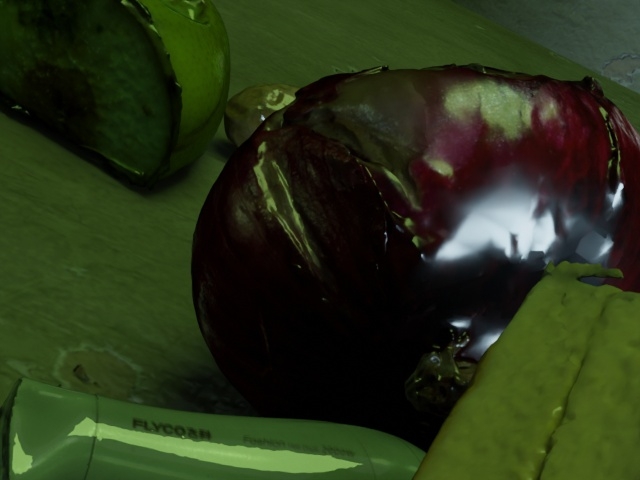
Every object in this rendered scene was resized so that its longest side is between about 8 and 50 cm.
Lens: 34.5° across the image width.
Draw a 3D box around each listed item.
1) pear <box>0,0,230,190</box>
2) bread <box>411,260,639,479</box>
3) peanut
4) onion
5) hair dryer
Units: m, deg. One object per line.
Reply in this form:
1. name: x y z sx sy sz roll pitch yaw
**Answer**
1. pear: -0.168 -0.182 1.001 0.238 0.164 0.255 30 23 15
2. bread: 0.115 0.169 0.378 0.111 0.239 0.246 0 46 43
3. peanut: 0.006 -0.102 1.082 0.226 0.095 0.108 20 21 -10
4. onion: 0.078 0.027 0.650 0.314 0.314 0.232 10 41 -32
5. hair dryer: -0.029 0.164 0.404 0.206 0.075 0.237 15 38 -24
